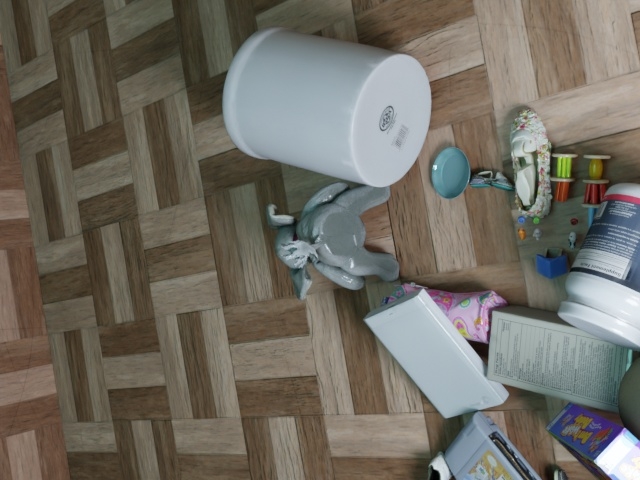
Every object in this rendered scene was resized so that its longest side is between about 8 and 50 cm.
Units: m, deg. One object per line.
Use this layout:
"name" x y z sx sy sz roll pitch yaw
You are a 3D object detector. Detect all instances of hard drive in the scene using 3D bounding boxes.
"hard drive" 0.257 0.260 1.932 0.307 0.040 0.203 51 141 -6

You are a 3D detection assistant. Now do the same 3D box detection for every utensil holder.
"utensil holder" 0.017 -0.315 2.005 0.386 0.328 0.327 20 107 37

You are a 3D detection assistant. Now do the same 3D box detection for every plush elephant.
"plush elephant" 0.000 0.000 2.110 0.255 0.330 0.271 -4 100 60

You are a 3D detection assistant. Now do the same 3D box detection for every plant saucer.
"plant saucer" 0.304 -0.153 1.955 0.119 0.021 0.119 -1 88 53

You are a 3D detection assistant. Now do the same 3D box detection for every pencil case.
"pencil case" 0.283 0.164 1.956 0.284 0.124 0.124 4 97 43

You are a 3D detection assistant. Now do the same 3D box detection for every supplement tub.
"supplement tub" 0.573 0.048 1.583 0.191 0.191 0.272 22 84 38

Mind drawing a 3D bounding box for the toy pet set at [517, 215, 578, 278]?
"toy pet set" 0.470 0.015 1.778 0.122 0.065 0.114 2 118 22

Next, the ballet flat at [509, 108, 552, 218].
"ballet flat" 0.440 -0.162 1.808 0.091 0.077 0.240 -11 87 44

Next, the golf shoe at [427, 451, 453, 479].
"golf shoe" 0.275 0.594 2.031 0.069 0.086 0.176 4 99 39

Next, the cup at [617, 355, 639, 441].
"cup" 0.676 0.295 1.524 0.237 0.331 0.330 -17 83 65

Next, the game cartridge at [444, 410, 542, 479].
"game cartridge" 0.403 0.547 1.902 0.297 0.062 0.198 51 137 26

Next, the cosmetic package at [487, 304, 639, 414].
"cosmetic package" 0.510 0.240 1.767 0.310 0.113 0.160 11 102 41

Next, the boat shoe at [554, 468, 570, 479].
"boat shoe" 0.543 0.555 1.815 0.049 0.056 0.152 -25 85 32

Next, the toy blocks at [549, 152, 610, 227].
"toy blocks" 0.528 -0.103 1.752 0.123 0.054 0.148 8 100 40

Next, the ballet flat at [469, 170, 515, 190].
"ballet flat" 0.382 -0.133 1.891 0.114 0.041 0.041 9 100 40

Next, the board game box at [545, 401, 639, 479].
"board game box" 0.559 0.423 1.559 0.233 0.347 0.078 44 88 4
